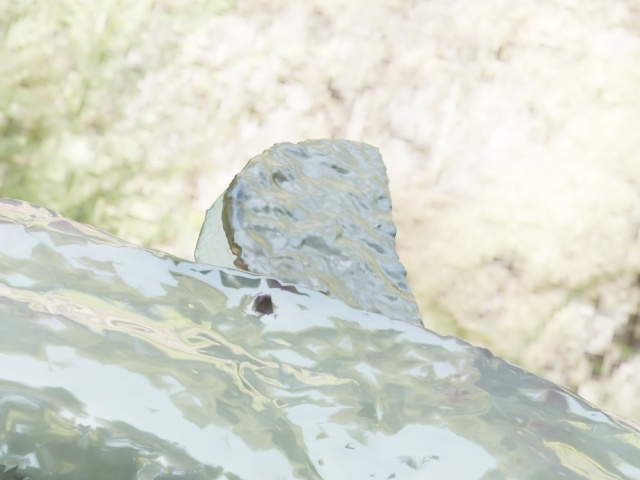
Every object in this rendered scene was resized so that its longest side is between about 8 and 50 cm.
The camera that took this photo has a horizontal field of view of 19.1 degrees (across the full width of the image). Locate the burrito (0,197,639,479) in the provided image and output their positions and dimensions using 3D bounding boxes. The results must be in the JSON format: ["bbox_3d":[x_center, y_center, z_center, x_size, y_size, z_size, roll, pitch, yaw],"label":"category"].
[{"bbox_3d":[-0.020,0.068,0.469,0.299,0.105,0.143,17,31,-1],"label":"burrito"}]

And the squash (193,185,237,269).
[{"bbox_3d":[-0.010,0.034,1.457,0.095,0.095,0.188,5,-28,37],"label":"squash"}]

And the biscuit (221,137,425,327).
[{"bbox_3d":[-0.002,0.001,1.248,0.133,0.250,0.032,14,-55,-19],"label":"biscuit"}]
